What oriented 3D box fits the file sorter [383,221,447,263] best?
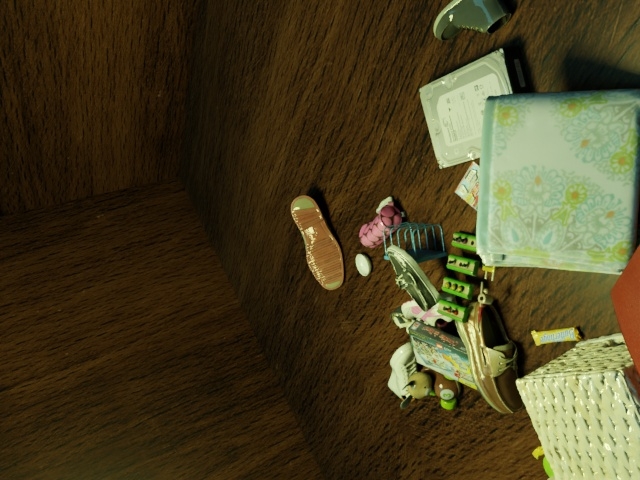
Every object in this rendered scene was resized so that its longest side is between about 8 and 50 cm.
[{"bbox_3d":[0.286,0.004,2.002,0.170,0.118,0.104,8,109,61],"label":"file sorter"}]

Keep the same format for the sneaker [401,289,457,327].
[{"bbox_3d":[0.343,0.226,2.035,0.252,0.103,0.111,-35,72,63],"label":"sneaker"}]

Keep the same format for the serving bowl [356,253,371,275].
[{"bbox_3d":[0.164,0.087,2.386,0.083,0.027,0.083,40,139,49],"label":"serving bowl"}]

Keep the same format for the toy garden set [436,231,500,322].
[{"bbox_3d":[0.409,0.108,1.796,0.204,0.049,0.244,18,97,58],"label":"toy garden set"}]

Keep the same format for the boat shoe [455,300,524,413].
[{"bbox_3d":[0.482,0.319,1.805,0.120,0.123,0.324,-41,69,57],"label":"boat shoe"}]

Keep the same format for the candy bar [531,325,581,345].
[{"bbox_3d":[0.598,0.241,1.646,0.161,0.018,0.040,-28,80,64],"label":"candy bar"}]

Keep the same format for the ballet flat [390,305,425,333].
[{"bbox_3d":[0.304,0.283,2.182,0.203,0.074,0.074,31,132,53],"label":"ballet flat"}]

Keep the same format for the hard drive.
[{"bbox_3d":[0.395,-0.327,1.659,0.339,0.064,0.237,-7,98,64],"label":"hard drive"}]

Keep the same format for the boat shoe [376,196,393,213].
[{"bbox_3d":[0.216,-0.119,2.167,0.100,0.035,0.035,133,144,-64],"label":"boat shoe"}]

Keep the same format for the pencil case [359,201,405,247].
[{"bbox_3d":[0.199,-0.049,2.165,0.209,0.095,0.098,135,132,-64],"label":"pencil case"}]

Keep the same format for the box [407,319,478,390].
[{"bbox_3d":[0.385,0.349,1.984,0.233,0.044,0.159,20,140,41],"label":"box"}]

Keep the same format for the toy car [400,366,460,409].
[{"bbox_3d":[0.340,0.473,2.089,0.149,0.188,0.155,39,138,49],"label":"toy car"}]

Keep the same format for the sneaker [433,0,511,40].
[{"bbox_3d":[0.362,-0.528,1.580,0.118,0.083,0.222,68,152,10],"label":"sneaker"}]

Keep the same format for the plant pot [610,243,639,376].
[{"bbox_3d":[0.689,0.108,1.153,0.235,0.267,0.267,-112,23,-43],"label":"plant pot"}]

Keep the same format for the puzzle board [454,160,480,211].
[{"bbox_3d":[0.420,-0.139,1.741,0.096,0.011,0.128,42,145,15],"label":"puzzle board"}]

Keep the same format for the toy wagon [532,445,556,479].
[{"bbox_3d":[0.685,0.682,1.680,0.344,0.068,0.267,60,151,26],"label":"toy wagon"}]

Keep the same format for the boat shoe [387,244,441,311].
[{"bbox_3d":[0.262,0.111,1.914,0.219,0.070,0.078,50,159,8],"label":"boat shoe"}]

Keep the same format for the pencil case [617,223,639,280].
[{"bbox_3d":[0.667,0.034,1.337,0.070,0.064,0.151,28,130,35],"label":"pencil case"}]

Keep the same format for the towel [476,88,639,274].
[{"bbox_3d":[0.492,-0.120,1.352,0.321,0.090,0.374,5,97,28],"label":"towel"}]

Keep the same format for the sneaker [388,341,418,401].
[{"bbox_3d":[0.312,0.464,2.251,0.123,0.106,0.290,48,155,34],"label":"sneaker"}]

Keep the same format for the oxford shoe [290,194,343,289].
[{"bbox_3d":[0.000,0.000,2.587,0.146,0.140,0.397,-78,-29,-80],"label":"oxford shoe"}]

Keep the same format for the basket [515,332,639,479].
[{"bbox_3d":[0.648,0.383,1.358,0.328,0.266,0.331,-32,78,62],"label":"basket"}]
